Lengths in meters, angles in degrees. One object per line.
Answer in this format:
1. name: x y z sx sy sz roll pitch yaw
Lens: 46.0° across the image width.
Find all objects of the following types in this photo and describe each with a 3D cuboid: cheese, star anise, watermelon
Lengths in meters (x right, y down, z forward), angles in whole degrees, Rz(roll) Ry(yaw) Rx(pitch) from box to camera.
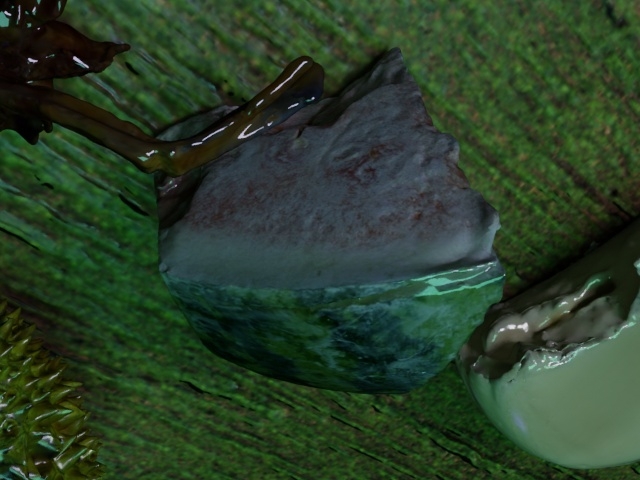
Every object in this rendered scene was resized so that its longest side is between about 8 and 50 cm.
1. cheese: 0.262 0.089 0.685 0.266 0.127 0.233 -38 124 9
2. star anise: -0.166 -0.124 0.412 0.346 0.148 0.237 14 121 -13
3. watermelon: 0.000 0.000 0.518 0.193 0.310 0.232 -18 88 -4

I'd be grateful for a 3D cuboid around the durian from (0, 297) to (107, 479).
1. durian: -0.286 0.175 0.543 0.291 0.224 0.291 0 89 -10
